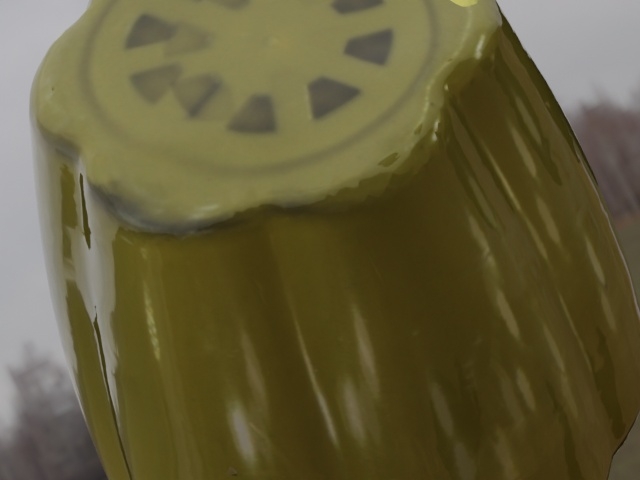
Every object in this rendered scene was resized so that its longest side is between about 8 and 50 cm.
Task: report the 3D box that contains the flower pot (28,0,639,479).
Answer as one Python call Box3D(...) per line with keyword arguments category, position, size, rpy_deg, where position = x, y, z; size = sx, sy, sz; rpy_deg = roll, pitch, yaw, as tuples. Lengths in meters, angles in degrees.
Box3D(category="flower pot", position=(0.000, 0.000, 0.617), size=(0.195, 0.195, 0.179), rpy_deg=(-27, -40, -7))
